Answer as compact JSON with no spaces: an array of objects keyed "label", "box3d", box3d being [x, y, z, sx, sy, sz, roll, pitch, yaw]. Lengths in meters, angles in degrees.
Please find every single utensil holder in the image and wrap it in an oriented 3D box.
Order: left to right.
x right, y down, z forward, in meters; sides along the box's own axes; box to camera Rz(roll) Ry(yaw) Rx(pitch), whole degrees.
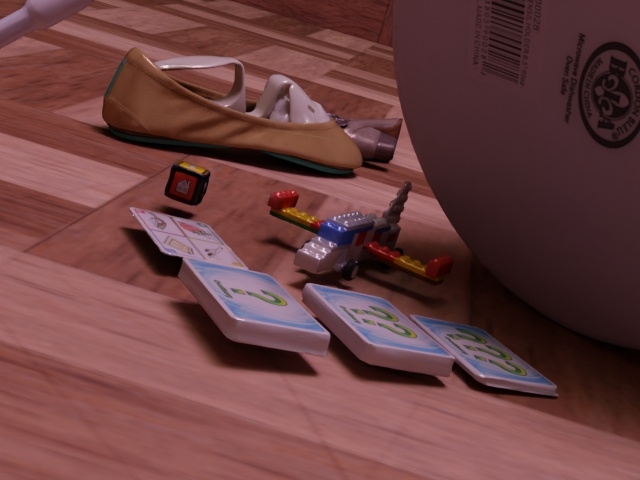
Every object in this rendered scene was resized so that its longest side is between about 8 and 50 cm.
[{"label":"utensil holder","box3d":[0.286,-0.139,0.728,0.385,0.328,0.327,-23,36,-34]}]

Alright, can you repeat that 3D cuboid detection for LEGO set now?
[{"label":"LEGO set","box3d":[0.000,0.000,0.629,0.182,0.060,0.244,13,13,-27]}]

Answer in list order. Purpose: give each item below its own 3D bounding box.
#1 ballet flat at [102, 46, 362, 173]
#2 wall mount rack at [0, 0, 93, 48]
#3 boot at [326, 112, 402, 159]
[{"label":"ballet flat","box3d":[-0.055,-0.101,0.920,0.232,0.073,0.080,6,17,-35]},{"label":"wall mount rack","box3d":[-0.306,-0.121,0.604,0.304,0.131,0.350,5,18,-36]},{"label":"boot","box3d":[0.028,-0.100,1.074,0.086,0.042,0.118,14,13,3]}]
